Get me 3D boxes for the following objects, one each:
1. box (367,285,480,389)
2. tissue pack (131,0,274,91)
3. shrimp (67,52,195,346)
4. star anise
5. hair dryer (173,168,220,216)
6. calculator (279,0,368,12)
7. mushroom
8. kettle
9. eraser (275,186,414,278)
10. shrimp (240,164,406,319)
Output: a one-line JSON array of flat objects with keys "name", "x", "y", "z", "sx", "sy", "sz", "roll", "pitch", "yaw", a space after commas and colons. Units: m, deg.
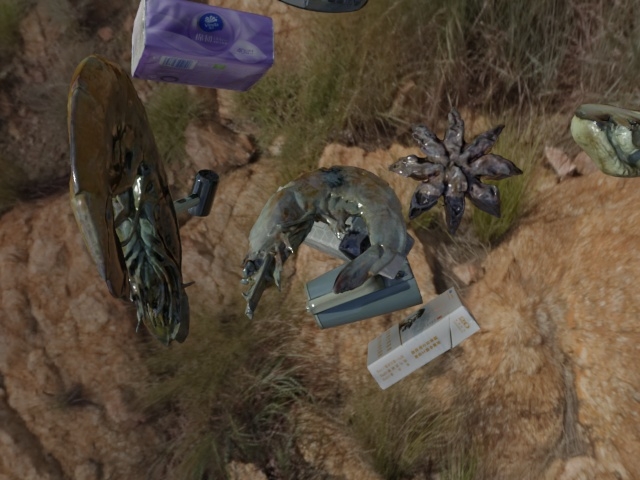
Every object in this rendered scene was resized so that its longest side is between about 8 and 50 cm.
[{"name": "box", "x": 0.208, "y": 0.199, "z": 1.256, "sx": 0.233, "sy": 0.149, "sz": 0.067, "roll": -35, "pitch": 98, "yaw": 11}, {"name": "tissue pack", "x": -0.308, "y": -0.508, "z": 1.577, "sx": 0.338, "sy": 0.242, "sz": 0.160, "roll": 0, "pitch": 86, "yaw": -26}, {"name": "shrimp", "x": -0.144, "y": 0.009, "z": 0.467, "sx": 0.058, "sy": 0.169, "sz": 0.296, "roll": -4, "pitch": 126, "yaw": -1}, {"name": "star anise", "x": 0.333, "y": -0.176, "z": 1.485, "sx": 0.332, "sy": 0.117, "sz": 0.331, "roll": 0, "pitch": 88, "yaw": 10}, {"name": "hair dryer", "x": -0.294, "y": -0.083, "z": 1.301, "sx": 0.057, "sy": 0.198, "sz": 0.100, "roll": 30, "pitch": 122, "yaw": 13}, {"name": "calculator", "x": 0.012, "y": -0.556, "z": 1.221, "sx": 0.040, "sy": 0.268, "sz": 0.177, "roll": 52, "pitch": 135, "yaw": 46}, {"name": "mushroom", "x": 0.762, "y": -0.253, "z": 1.540, "sx": 0.189, "sy": 0.267, "sz": 0.164, "roll": -135, "pitch": 42, "yaw": -56}, {"name": "kettle", "x": 0.090, "y": 0.111, "z": 1.338, "sx": 0.243, "sy": 0.210, "sz": 0.160, "roll": -22, "pitch": 89, "yaw": 3}, {"name": "eraser", "x": 0.019, "y": -0.025, "z": 1.252, "sx": 0.404, "sy": 0.096, "sz": 0.098, "roll": 20, "pitch": 76, "yaw": 55}, {"name": "shrimp", "x": 0.000, "y": 0.000, "z": 0.987, "sx": 0.247, "sy": 0.085, "sz": 0.360, "roll": 27, "pitch": 56, "yaw": 22}]
